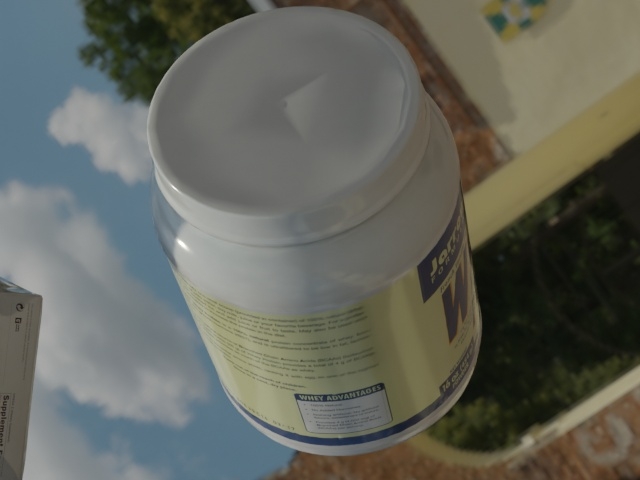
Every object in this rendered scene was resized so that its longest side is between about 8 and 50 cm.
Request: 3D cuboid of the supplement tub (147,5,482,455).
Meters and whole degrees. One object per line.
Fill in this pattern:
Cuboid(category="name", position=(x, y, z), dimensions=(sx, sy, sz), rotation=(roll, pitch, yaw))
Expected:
Cuboid(category="supplement tub", position=(0.000, 0.000, 1.127), dimensions=(0.325, 0.235, 0.235), rotation=(74, 171, -53))

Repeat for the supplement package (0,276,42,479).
Cuboid(category="supplement package", position=(-0.423, 0.134, 1.555), dimensions=(0.145, 0.204, 0.262), rotation=(4, -175, -31))
